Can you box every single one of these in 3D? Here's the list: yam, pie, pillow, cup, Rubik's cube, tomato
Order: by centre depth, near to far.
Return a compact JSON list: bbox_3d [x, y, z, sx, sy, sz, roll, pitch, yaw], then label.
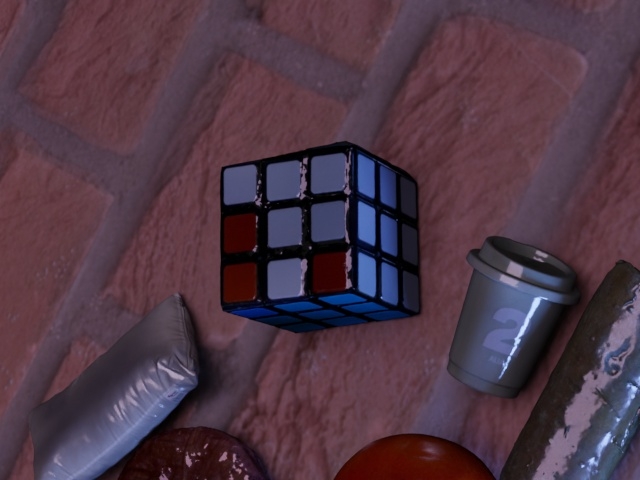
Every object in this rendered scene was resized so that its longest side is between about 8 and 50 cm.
[{"bbox_3d":[0.264,0.151,1.694,0.106,0.106,0.259,31,94,30],"label":"yam"},{"bbox_3d":[0.099,0.281,1.726,0.195,0.136,0.195,5,98,39],"label":"tomato"},{"bbox_3d":[0.183,0.078,1.754,0.120,0.120,0.141,31,106,30],"label":"cup"},{"bbox_3d":[0.000,0.000,1.835,0.162,0.160,0.163,-7,75,28],"label":"Rubik's cube"},{"bbox_3d":[-0.140,0.309,1.907,0.204,0.054,0.219,20,91,30],"label":"pie"},{"bbox_3d":[-0.235,0.178,1.972,0.254,0.078,0.144,-41,44,16],"label":"pillow"}]
